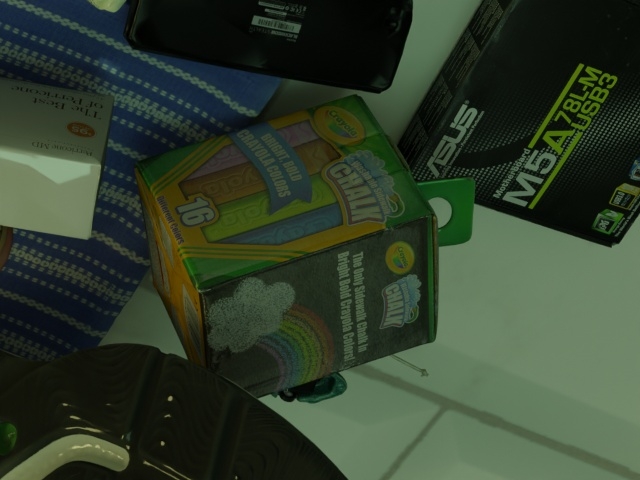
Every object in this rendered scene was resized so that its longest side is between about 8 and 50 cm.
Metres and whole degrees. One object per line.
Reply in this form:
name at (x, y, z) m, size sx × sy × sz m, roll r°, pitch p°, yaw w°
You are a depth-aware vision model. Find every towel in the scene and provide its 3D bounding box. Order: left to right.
towel at (-0.199, -0.043, 1.338) m, size 0.243 × 0.040 × 0.336 m, roll 22°, pitch 119°, yaw -26°

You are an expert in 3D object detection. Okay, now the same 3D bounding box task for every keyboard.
keyboard at (-0.030, -0.158, 1.285) m, size 0.192 × 0.038 × 0.100 m, roll 9°, pitch 114°, yaw -26°

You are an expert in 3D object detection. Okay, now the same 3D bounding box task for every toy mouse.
toy mouse at (-0.016, 0.071, 1.475) m, size 0.143 × 0.031 × 0.161 m, roll -26°, pitch 128°, yaw 6°

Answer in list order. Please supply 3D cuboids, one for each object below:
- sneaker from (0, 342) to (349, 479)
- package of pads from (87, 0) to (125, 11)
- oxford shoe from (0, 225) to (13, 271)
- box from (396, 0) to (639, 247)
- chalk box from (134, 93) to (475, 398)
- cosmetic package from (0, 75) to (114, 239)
sneaker at (-0.101, 0.170, 1.333) m, size 0.257 × 0.447 × 0.169 m, roll 28°, pitch 79°, yaw -54°
package of pads at (-0.096, -0.308, 1.059) m, size 0.296 × 0.101 × 0.229 m, roll -46°, pitch 114°, yaw -1°
oxford shoe at (-0.372, 0.000, 1.242) m, size 0.348 × 0.123 × 0.130 m, roll -8°, pitch 137°, yaw 2°
box at (0.175, -0.099, 1.385) m, size 0.184 × 0.045 × 0.191 m, roll 17°, pitch 121°, yaw -26°
chalk box at (0.000, 0.000, 1.331) m, size 0.213 × 0.132 × 0.132 m, roll -18°, pitch 138°, yaw -14°
cosmetic package at (-0.252, -0.067, 1.230) m, size 0.239 × 0.099 × 0.060 m, roll 9°, pitch 122°, yaw -6°
